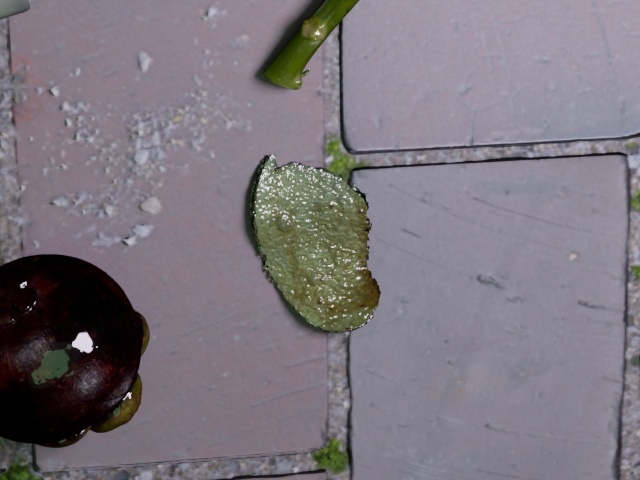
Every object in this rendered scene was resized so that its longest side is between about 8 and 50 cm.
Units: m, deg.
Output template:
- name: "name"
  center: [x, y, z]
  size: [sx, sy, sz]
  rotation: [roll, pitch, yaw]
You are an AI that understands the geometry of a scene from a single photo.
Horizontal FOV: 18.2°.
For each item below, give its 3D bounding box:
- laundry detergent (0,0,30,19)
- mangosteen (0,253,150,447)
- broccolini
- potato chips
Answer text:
- name: "laundry detergent"
  center: [-0.479, -0.213, 1.879]
  size: [0.398, 0.125, 0.264]
  rotation: [-16, 107, -6]
- name: "mangosteen"
  center: [-0.270, 0.112, 1.985]
  size: [0.210, 0.210, 0.210]
  rotation: [-3, 108, -9]
- name: "broccolini"
  center: [0.084, -0.306, 1.988]
  size: [0.074, 0.079, 0.392]
  rotation: [31, 107, -28]
- name: "potato chips"
  center: [0.000, 0.000, 2.080]
  size: [0.142, 0.026, 0.209]
  rotation: [-44, 107, 9]
